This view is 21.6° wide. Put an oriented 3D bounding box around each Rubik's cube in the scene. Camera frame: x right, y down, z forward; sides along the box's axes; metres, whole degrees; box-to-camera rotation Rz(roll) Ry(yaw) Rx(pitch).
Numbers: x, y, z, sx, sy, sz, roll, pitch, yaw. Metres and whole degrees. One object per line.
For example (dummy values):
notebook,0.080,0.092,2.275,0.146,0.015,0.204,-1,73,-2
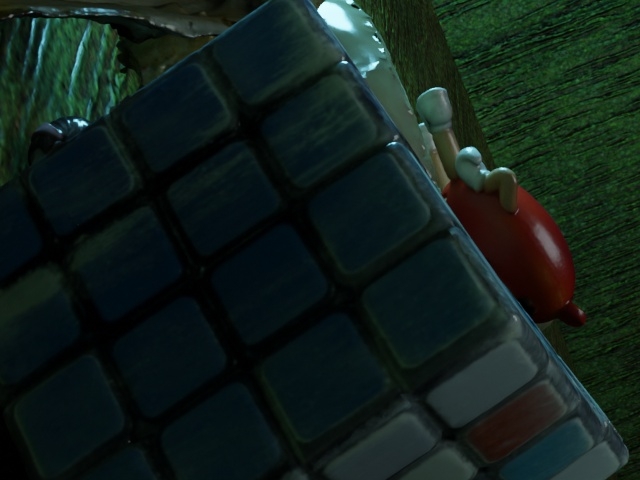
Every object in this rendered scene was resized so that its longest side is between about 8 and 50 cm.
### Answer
Rubik's cube,-0.019,0.068,0.938,0.256,0.259,0.253,57,6,33

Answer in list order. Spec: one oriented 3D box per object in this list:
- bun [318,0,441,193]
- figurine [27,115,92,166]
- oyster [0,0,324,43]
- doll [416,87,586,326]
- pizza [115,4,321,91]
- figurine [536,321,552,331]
bun,-0.017,-0.014,1.303,0.360,0.211,0.360,163,-90,-89
figurine,-0.157,-0.021,1.060,0.072,0.054,0.129,64,17,-47
oyster,-0.145,-0.221,1.049,0.361,0.096,0.221,-1,77,-41
doll,0.132,-0.010,1.348,0.217,0.085,0.183,56,-12,9
pizza,-0.108,-0.251,1.229,0.287,0.280,0.075,43,-22,16
figurine,0.147,0.060,2.038,0.185,0.204,0.332,49,-9,-11
